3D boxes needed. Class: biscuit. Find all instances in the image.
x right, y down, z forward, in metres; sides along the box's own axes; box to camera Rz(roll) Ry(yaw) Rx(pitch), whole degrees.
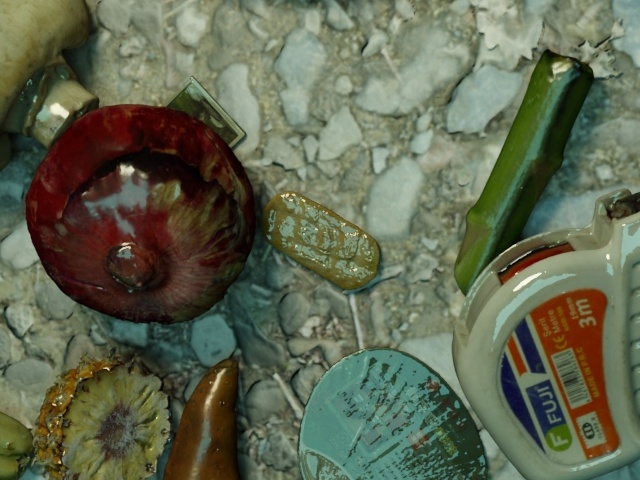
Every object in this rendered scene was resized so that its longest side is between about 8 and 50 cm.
[{"bbox_3d":[0.000,0.000,1.380,0.147,0.018,0.071,31,105,3],"label":"biscuit"}]

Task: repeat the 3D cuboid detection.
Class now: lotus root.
[{"bbox_3d":[-0.431,0.232,1.474,0.183,0.077,0.090,16,94,-11],"label":"lotus root"}]

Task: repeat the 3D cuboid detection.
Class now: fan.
[{"bbox_3d":[0.036,0.235,1.391,0.295,0.012,0.223,-8,92,-2],"label":"fan"}]

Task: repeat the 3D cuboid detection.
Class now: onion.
[{"bbox_3d":[-0.189,-0.021,1.326,0.247,0.190,0.246,0,119,0],"label":"onion"}]

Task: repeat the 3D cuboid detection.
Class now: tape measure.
[{"bbox_3d":[0.270,0.107,1.279,0.265,0.130,0.258,-21,107,7],"label":"tape measure"}]

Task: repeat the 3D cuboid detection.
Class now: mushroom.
[{"bbox_3d":[-0.351,-0.169,1.328,0.195,0.189,0.253,38,109,4],"label":"mushroom"}]

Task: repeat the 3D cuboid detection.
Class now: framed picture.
[{"bbox_3d":[-0.135,-0.130,1.386,0.066,0.006,0.089,-42,91,17],"label":"framed picture"}]

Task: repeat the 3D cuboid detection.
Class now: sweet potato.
[{"bbox_3d":[-0.130,0.318,1.427,0.112,0.112,0.359,-1,102,11],"label":"sweet potato"}]

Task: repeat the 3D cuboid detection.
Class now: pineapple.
[{"bbox_3d":[-0.270,0.206,1.420,0.137,0.161,0.175,5,76,42],"label":"pineapple"}]

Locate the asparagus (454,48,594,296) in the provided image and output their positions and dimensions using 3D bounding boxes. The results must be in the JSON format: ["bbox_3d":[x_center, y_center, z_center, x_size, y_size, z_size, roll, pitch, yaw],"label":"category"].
[{"bbox_3d":[0.207,-0.066,1.306,0.067,0.060,0.277,25,107,2],"label":"asparagus"}]
